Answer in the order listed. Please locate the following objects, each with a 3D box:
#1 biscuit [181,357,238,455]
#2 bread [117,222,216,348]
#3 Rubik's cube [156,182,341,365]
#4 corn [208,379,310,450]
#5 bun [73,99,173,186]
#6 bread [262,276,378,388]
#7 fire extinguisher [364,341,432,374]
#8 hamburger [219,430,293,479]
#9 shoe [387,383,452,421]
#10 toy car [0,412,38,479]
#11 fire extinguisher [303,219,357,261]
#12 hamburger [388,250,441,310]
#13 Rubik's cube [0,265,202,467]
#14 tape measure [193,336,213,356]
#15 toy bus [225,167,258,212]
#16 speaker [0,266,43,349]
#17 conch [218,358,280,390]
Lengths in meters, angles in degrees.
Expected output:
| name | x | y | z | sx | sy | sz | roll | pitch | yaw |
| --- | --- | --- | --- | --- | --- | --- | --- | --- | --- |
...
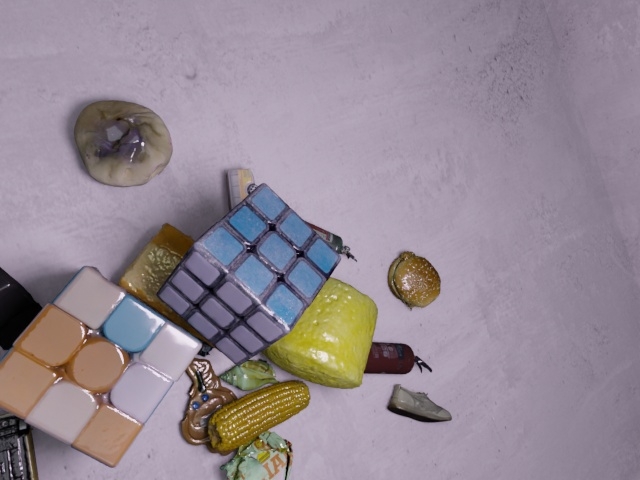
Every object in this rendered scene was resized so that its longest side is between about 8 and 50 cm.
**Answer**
| name | x | y | z | sx | sy | sz | roll | pitch | yaw |
| --- | --- | --- | --- | --- | --- | --- | --- | --- | --- |
| biscuit | -0.345 | 0.516 | 1.431 | 0.184 | 0.047 | 0.319 | -10 | 87 | -29 |
| bread | -0.376 | 0.137 | 1.380 | 0.376 | 0.165 | 0.236 | 36 | 82 | -12 |
| Rubik's cube | -0.186 | 0.091 | 1.207 | 0.301 | 0.304 | 0.305 | 43 | 44 | -8 |
| corn | -0.183 | 0.531 | 1.438 | 0.345 | 0.131 | 0.131 | -11 | 89 | -42 |
| bun | -0.572 | -0.290 | 1.350 | 0.273 | 0.168 | 0.272 | 2 | 83 | -17 |
| bread | -0.002 | 0.290 | 1.470 | 0.348 | 0.348 | 0.307 | 31 | 62 | -19 |
| fire extinguisher | 0.236 | 0.431 | 1.668 | 0.338 | 0.135 | 0.114 | 8 | 116 | -25 |
| hamburger | -0.202 | 0.701 | 1.425 | 0.235 | 0.125 | 0.213 | 5 | 86 | -24 |
| shoe | 0.378 | 0.620 | 1.733 | 0.275 | 0.103 | 0.098 | 26 | 60 | -23 |
| toy car | -0.780 | 0.569 | 1.176 | 0.101 | 0.124 | 0.256 | -10 | 79 | -26 |
| fire extinguisher | 0.000 | 0.000 | 1.627 | 0.295 | 0.118 | 0.093 | 24 | 110 | -21 |
| hamburger | 0.357 | 0.146 | 1.763 | 0.189 | 0.122 | 0.215 | -37 | 98 | -22 |
| Rubik's cube | -0.567 | 0.298 | 1.184 | 0.347 | 0.347 | 0.344 | 40 | 70 | -15 |
| tape measure | -0.379 | 0.321 | 1.408 | 0.091 | 0.094 | 0.054 | 17 | 75 | 14 |
| toy bus | -0.252 | -0.101 | 1.522 | 0.106 | 0.092 | 0.267 | -5 | 87 | -17 |
| speaker | -0.914 | 0.099 | 1.160 | 0.388 | 0.184 | 0.180 | 40 | 67 | 0 |
| conch | -0.226 | 0.431 | 1.480 | 0.201 | 0.080 | 0.094 | 0 | 71 | -42 |
